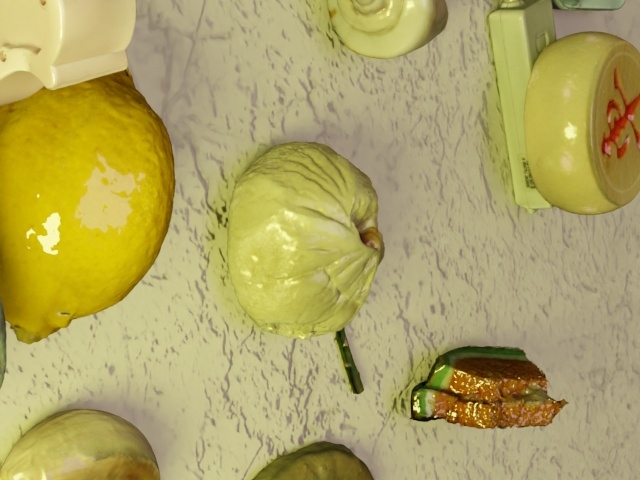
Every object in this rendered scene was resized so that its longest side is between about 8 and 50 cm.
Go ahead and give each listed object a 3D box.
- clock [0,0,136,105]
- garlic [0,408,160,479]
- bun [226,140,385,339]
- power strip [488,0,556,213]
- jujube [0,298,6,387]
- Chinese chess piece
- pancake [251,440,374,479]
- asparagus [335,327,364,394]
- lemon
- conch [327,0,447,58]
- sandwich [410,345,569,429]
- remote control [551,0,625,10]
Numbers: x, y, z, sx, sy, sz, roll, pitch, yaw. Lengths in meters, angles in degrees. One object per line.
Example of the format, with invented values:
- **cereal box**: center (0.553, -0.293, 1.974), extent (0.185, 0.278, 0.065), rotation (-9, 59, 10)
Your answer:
- **clock**: center (-0.268, -0.237, 1.132), extent (0.080, 0.275, 0.290), rotation (-23, 107, -47)
- **garlic**: center (-0.215, 0.207, 1.399), extent (0.195, 0.087, 0.101), rotation (21, 88, -56)
- **bun**: center (0.000, 0.000, 1.635), extent (0.220, 0.134, 0.220), rotation (2, 87, -57)
- **power strip**: center (0.291, -0.198, 2.091), extent (0.098, 0.058, 0.338), rotation (-34, 119, -48)
- **jujube**: center (-0.352, 0.049, 1.086), extent (0.246, 0.215, 0.308), rotation (-36, 120, -75)
- **Chinese chess piece**: center (0.371, -0.159, 2.072), extent (0.251, 0.097, 0.251), rotation (-6, 98, -55)
- **pancake**: center (-0.011, 0.364, 1.720), extent (0.294, 0.049, 0.294), rotation (-3, 93, -55)
- **asparagus**: center (0.029, 0.125, 1.786), extent (0.015, 0.018, 0.127), rotation (-94, 169, -65)
- **lemon**: center (-0.218, -0.037, 1.285), extent (0.188, 0.188, 0.257), rotation (34, 69, -50)
- **conch**: center (0.076, -0.275, 1.761), extent (0.158, 0.127, 0.255), rotation (65, 11, 11)
- **sandwich**: center (0.205, 0.185, 1.929), extent (0.235, 0.159, 0.079), rotation (-1, 99, -34)
- **remote control**: center (0.381, -0.384, 2.206), extent (0.247, 0.052, 0.104), rotation (-9, 99, -53)
